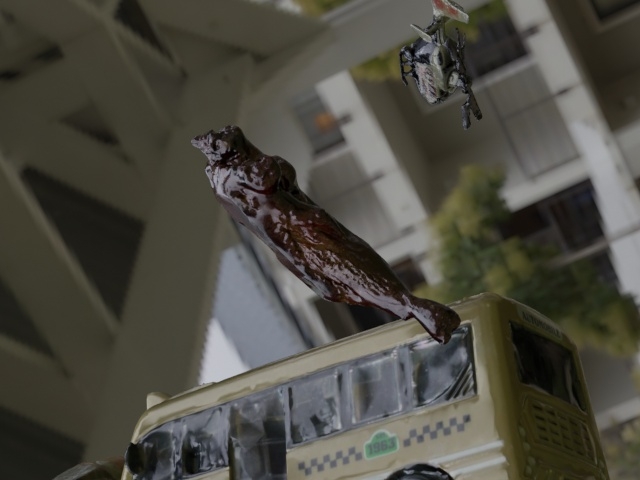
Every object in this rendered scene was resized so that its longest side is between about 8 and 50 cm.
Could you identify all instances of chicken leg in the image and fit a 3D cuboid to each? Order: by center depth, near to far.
[{"bbox_3d":[-0.002,0.001,1.090,0.219,0.048,0.089,42,167,3],"label":"chicken leg"}]

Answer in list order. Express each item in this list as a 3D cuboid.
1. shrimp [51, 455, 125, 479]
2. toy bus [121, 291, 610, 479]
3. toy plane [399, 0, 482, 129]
[{"bbox_3d":[-0.227,0.282,1.459,0.317,0.062,0.164,1,-83,-65],"label":"shrimp"},{"bbox_3d":[0.022,0.177,1.218,0.177,0.365,0.201,27,-131,-52],"label":"toy bus"},{"bbox_3d":[0.074,-0.112,0.981,0.049,0.031,0.120,39,162,26],"label":"toy plane"}]
